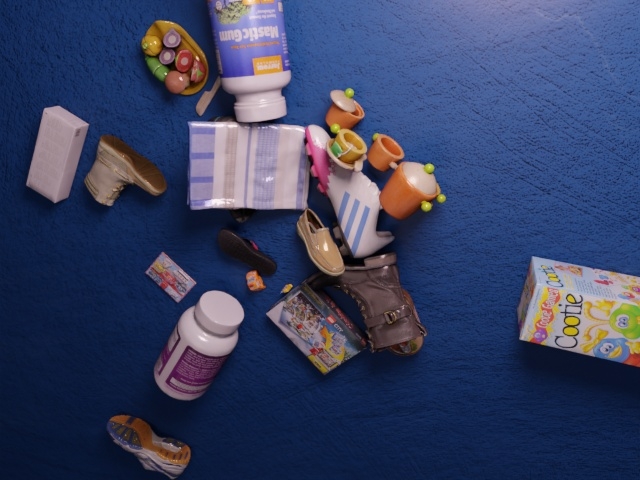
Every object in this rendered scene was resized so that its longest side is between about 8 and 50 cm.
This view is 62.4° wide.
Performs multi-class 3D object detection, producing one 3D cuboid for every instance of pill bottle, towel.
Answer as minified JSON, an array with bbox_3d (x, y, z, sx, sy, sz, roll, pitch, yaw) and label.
[{"bbox_3d":[-0.143,-0.394,1.110,0.153,0.152,0.271,-1,112,18],"label":"pill bottle"},{"bbox_3d":[-0.328,0.284,1.447,0.169,0.169,0.301,35,118,1],"label":"pill bottle"},{"bbox_3d":[-0.157,-0.163,1.202,0.285,0.034,0.209,-1,115,-17],"label":"towel"}]

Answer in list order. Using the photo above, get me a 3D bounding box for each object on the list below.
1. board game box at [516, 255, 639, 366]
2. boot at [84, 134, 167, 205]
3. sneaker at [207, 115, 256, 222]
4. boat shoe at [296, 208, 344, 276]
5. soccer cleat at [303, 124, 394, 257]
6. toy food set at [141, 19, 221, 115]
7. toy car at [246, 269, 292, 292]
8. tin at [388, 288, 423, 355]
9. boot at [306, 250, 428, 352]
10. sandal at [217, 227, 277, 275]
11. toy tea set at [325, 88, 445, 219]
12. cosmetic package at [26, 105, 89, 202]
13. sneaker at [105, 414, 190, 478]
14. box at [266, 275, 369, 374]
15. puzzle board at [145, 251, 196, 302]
[{"bbox_3d":[0.578,0.150,1.121,0.276,0.144,0.142,12,116,13],"label":"board game box"},{"bbox_3d":[-0.510,-0.149,1.373,0.213,0.077,0.165,39,117,4],"label":"boot"},{"bbox_3d":[-0.213,-0.173,1.275,0.106,0.101,0.267,20,126,40],"label":"sneaker"},{"bbox_3d":[0.000,0.000,1.228,0.190,0.068,0.072,52,140,33],"label":"boat shoe"},{"bbox_3d":[0.069,-0.118,1.194,0.143,0.116,0.331,-20,111,5],"label":"soccer cleat"},{"bbox_3d":[-0.332,-0.401,1.212,0.218,0.071,0.128,47,117,-6],"label":"toy food set"},{"bbox_3d":[-0.139,0.110,1.386,0.122,0.040,0.060,-3,111,19],"label":"toy car"},{"bbox_3d":[0.194,0.200,1.323,0.106,0.040,0.189,-14,107,26],"label":"tin"},{"bbox_3d":[0.104,0.159,1.264,0.263,0.091,0.228,-15,90,26],"label":"boot"},{"bbox_3d":[-0.190,0.027,1.373,0.179,0.040,0.067,35,124,-16],"label":"sandal"},{"bbox_3d":[0.134,-0.190,1.088,0.336,0.200,0.124,43,126,2],"label":"toy tea set"},{"bbox_3d":[-0.701,-0.227,1.407,0.099,0.060,0.239,31,117,0],"label":"cosmetic package"},{"bbox_3d":[-0.577,0.687,1.729,0.297,0.112,0.130,27,118,6],"label":"sneaker"},{"bbox_3d":[-0.008,0.226,1.392,0.159,0.044,0.233,-39,97,27],"label":"box"},{"bbox_3d":[-0.424,0.106,1.490,0.128,0.011,0.096,44,118,-4],"label":"puzzle board"}]
